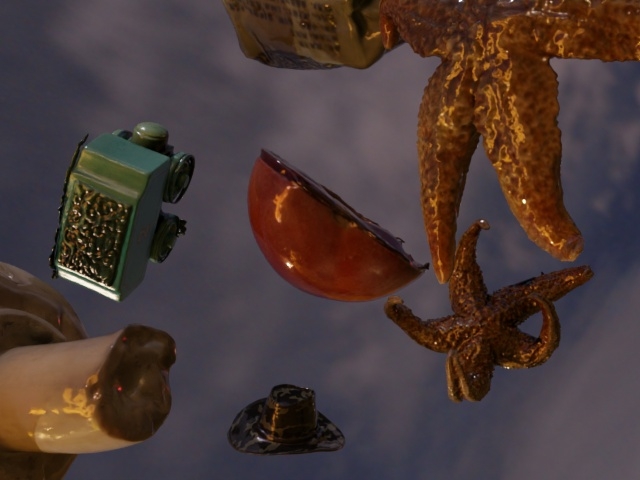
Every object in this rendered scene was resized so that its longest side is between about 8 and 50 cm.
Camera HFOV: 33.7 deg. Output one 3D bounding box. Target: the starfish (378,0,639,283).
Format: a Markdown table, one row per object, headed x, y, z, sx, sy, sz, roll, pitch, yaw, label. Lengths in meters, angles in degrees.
| x | y | z | sx | sy | sz | roll | pitch | yaw | label |
| --- | --- | --- | --- | --- | --- | --- | --- | --- | --- |
| 0.149 | -0.154 | 0.832 | 0.094 | 0.327 | 0.375 | 20 | -76 | -49 | starfish |

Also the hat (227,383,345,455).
| x | y | z | sx | sy | sz | roll | pitch | yaw | label |
| --- | --- | --- | --- | --- | --- | --- | --- | --- | --- |
| -0.030 | 0.163 | 0.979 | 0.121 | 0.121 | 0.050 | -10 | -69 | -45 | hat |

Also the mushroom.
| x | y | z | sx | sy | sz | roll | pitch | yaw | label |
| --- | --- | --- | --- | --- | --- | --- | --- | --- | --- |
| -0.305 | 0.142 | 0.998 | 0.314 | 0.336 | 0.314 | 30 | -125 | -54 | mushroom |

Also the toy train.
| x | y | z | sx | sy | sz | roll | pitch | yaw | label |
| --- | --- | --- | --- | --- | --- | --- | --- | --- | --- |
| -0.233 | -0.035 | 1.245 | 0.163 | 0.112 | 0.203 | -54 | -18 | -60 | toy train |

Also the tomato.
| x | y | z | sx | sy | sz | roll | pitch | yaw | label |
| --- | --- | --- | --- | --- | --- | --- | --- | --- | --- |
| 0.000 | 0.000 | 1.184 | 0.112 | 0.228 | 0.199 | -53 | 0 | 6 | tomato |

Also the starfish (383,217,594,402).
| x | y | z | sx | sy | sz | roll | pitch | yaw | label |
| --- | --- | --- | --- | --- | --- | --- | --- | --- | --- |
| 0.163 | 0.059 | 1.005 | 0.190 | 0.146 | 0.074 | -29 | -16 | -7 | starfish |

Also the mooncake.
| x | y | z | sx | sy | sz | roll | pitch | yaw | label |
| --- | --- | --- | --- | --- | --- | --- | --- | --- | --- |
| 0.042 | -0.289 | 1.207 | 0.250 | 0.254 | 0.136 | -39 | -50 | -31 | mooncake |
